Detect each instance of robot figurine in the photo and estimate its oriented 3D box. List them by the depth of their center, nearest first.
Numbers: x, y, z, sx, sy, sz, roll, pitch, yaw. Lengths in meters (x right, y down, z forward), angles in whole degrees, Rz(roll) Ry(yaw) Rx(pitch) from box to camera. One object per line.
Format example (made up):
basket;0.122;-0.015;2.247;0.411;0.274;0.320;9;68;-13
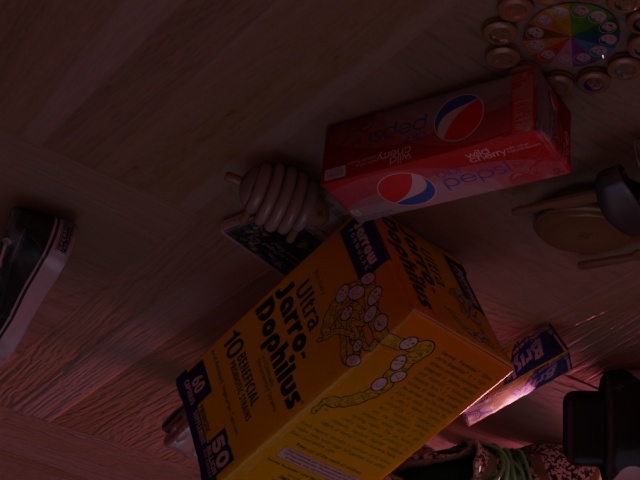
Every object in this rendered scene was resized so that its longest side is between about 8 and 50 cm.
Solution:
robot figurine;0.486;0.264;1.987;0.278;0.209;0.173;0;130;6

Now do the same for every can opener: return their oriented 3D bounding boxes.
can opener;0.400;-0.020;1.636;0.095;0.076;0.283;-21;142;21

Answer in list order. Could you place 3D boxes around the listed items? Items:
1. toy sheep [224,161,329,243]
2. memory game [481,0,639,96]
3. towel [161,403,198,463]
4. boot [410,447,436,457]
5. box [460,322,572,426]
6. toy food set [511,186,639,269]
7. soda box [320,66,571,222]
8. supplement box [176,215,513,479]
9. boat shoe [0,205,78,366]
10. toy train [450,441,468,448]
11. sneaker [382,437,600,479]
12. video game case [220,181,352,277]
toy sheep;-0.051;-0.049;1.632;0.132;0.091;0.091;18;145;-12
memory game;0.255;-0.205;1.426;0.186;0.012;0.186;3;148;2
towel;-0.004;0.225;1.936;0.317;0.053;0.332;30;116;-32
boot;0.119;0.396;2.300;0.158;0.084;0.059;-18;143;32
box;0.258;0.184;1.922;0.169;0.054;0.059;-29;145;-4
toy food set;0.323;-0.024;1.686;0.132;0.038;0.192;-11;150;34
soda box;0.135;-0.099;1.524;0.263;0.083;0.092;-13;144;30
supplement box;0.021;0.164;1.724;0.356;0.194;0.195;-43;131;19
boat shoe;-0.417;0.064;1.816;0.105;0.113;0.306;23;140;-17
toy train;0.278;0.362;2.274;0.158;0.036;0.027;19;144;-23
sneaker;0.252;0.367;2.122;0.410;0.158;0.182;-9;146;-18
video game case;0.000;0.000;1.759;0.173;0.022;0.190;-20;141;31
